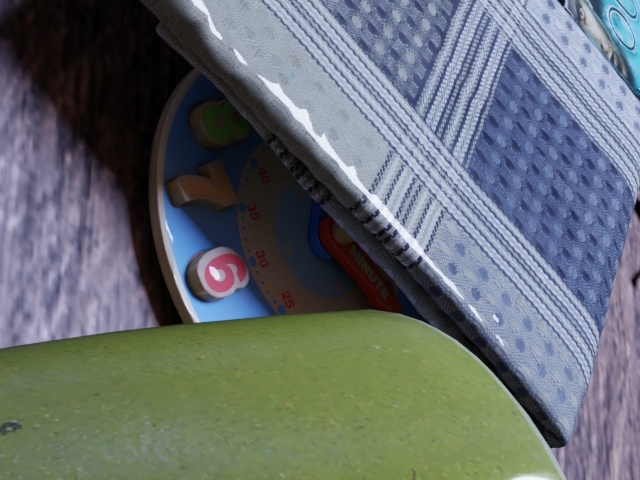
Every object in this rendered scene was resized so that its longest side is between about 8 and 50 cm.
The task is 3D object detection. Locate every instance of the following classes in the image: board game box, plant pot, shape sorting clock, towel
[{"bbox_3d":[0.188,-0.149,1.223,0.126,0.026,0.186,45,32,-24],"label":"board game box"},{"bbox_3d":[-0.111,0.147,0.553,0.293,0.275,0.275,6,66,-34],"label":"plant pot"},{"bbox_3d":[0.000,0.000,0.924,0.206,0.040,0.206,28,51,-40],"label":"shape sorting clock"},{"bbox_3d":[0.045,-0.090,0.980,0.324,0.056,0.312,49,35,-17],"label":"towel"}]
